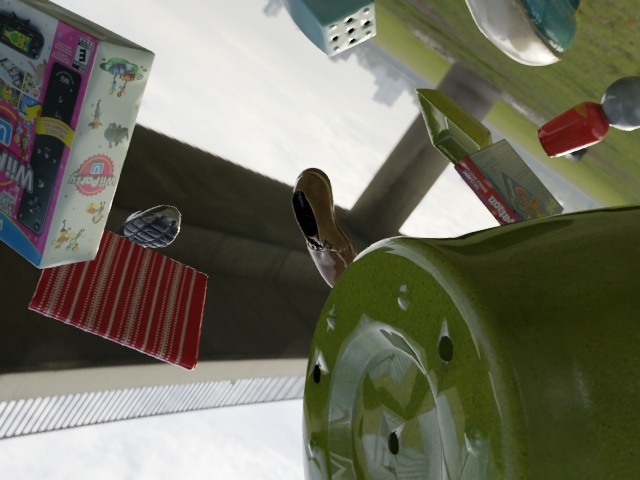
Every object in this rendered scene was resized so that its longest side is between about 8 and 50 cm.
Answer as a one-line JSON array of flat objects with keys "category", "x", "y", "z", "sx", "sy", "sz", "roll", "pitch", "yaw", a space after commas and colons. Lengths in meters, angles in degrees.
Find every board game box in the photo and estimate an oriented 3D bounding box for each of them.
[{"category": "board game box", "x": 0.268, "y": -0.068, "z": 0.919, "sx": 0.145, "sy": 0.027, "sz": 0.281, "roll": 51, "pitch": -154, "yaw": 6}, {"category": "board game box", "x": -0.370, "y": -0.149, "z": 0.893, "sx": 0.224, "sy": 0.303, "sz": 0.097, "roll": 29, "pitch": -160, "yaw": 24}]

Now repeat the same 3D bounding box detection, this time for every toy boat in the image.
[{"category": "toy boat", "x": 0.309, "y": -0.273, "z": 0.874, "sx": 0.267, "sy": 0.148, "sz": 0.318, "roll": -16, "pitch": -98, "yaw": -60}]

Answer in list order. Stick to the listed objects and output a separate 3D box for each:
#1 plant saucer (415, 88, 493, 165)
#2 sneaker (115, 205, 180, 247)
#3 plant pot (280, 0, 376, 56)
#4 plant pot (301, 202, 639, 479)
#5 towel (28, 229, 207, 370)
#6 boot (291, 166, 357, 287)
[{"category": "plant saucer", "x": 0.267, "y": -0.191, "z": 1.256, "sx": 0.188, "sy": 0.045, "sz": 0.188, "roll": 52, "pitch": 179, "yaw": 33}, {"category": "sneaker", "x": -0.401, "y": -0.032, "z": 1.508, "sx": 0.101, "sy": 0.267, "sz": 0.106, "roll": 36, "pitch": -133, "yaw": -30}, {"category": "plant pot", "x": 0.009, "y": -0.486, "z": 1.270, "sx": 0.234, "sy": 0.165, "sz": 0.165, "roll": 63, "pitch": 179, "yaw": 18}, {"category": "plant pot", "x": 0.188, "y": 0.129, "z": 0.443, "sx": 0.352, "sy": 0.367, "sz": 0.366, "roll": 5, "pitch": -152, "yaw": -24}, {"category": "towel", "x": -0.308, "y": 0.084, "z": 1.074, "sx": 0.274, "sy": 0.031, "sz": 0.199, "roll": 28, "pitch": -142, "yaw": -26}, {"category": "boot", "x": 0.000, "y": 0.000, "z": 1.482, "sx": 0.115, "sy": 0.112, "sz": 0.305, "roll": -65, "pitch": -40, "yaw": -56}]
